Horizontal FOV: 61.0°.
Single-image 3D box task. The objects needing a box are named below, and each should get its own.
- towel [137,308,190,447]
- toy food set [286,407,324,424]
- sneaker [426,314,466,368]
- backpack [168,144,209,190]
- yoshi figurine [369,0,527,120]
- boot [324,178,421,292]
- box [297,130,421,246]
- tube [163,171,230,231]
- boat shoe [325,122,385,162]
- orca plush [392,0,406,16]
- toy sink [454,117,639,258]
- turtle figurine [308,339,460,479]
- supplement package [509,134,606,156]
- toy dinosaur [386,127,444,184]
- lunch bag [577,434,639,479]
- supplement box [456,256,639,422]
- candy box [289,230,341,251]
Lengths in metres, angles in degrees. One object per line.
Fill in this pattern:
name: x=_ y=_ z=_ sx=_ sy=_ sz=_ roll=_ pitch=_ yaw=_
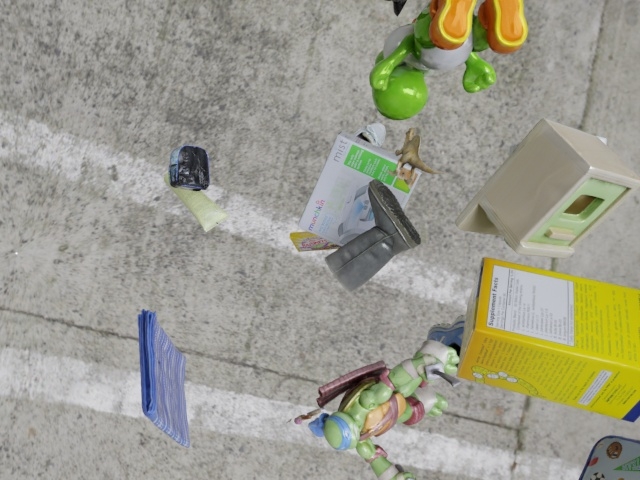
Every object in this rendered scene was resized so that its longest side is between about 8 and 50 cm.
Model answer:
towel: x=-0.354 y=0.329 z=1.269 sx=0.040 sy=0.336 sz=0.243 roll=-11 pitch=59 yaw=-4
toy food set: x=-0.046 y=0.568 z=1.745 sx=0.122 sy=0.078 sz=0.019 roll=-22 pitch=81 yaw=9
sneaker: x=0.430 y=0.357 z=1.809 sx=0.129 sy=0.330 sz=0.147 roll=27 pitch=64 yaw=-1
backpack: x=-0.356 y=-0.194 z=1.458 sx=0.105 sy=0.084 sz=0.114 roll=5 pitch=84 yaw=-43
yoshi figurine: x=0.197 y=-0.317 z=0.992 sx=0.203 sy=0.362 sz=0.203 roll=-44 pitch=103 yaw=-11
boot: x=0.095 y=-0.008 z=1.211 sx=0.076 sy=0.208 sz=0.190 roll=-21 pitch=80 yaw=-57
box: x=0.100 y=-0.117 z=1.413 sx=0.231 sy=0.127 sz=0.262 roll=25 pitch=108 yaw=-1
tube: x=-0.390 y=-0.126 z=1.678 sx=0.240 sy=0.062 sz=0.070 roll=43 pitch=103 yaw=19
boat shoe: x=0.154 y=-0.359 z=2.082 sx=0.320 sy=0.103 sz=0.118 roll=-38 pitch=100 yaw=-30
orca plush: x=0.049 y=-0.564 z=1.171 sx=0.287 sy=0.151 sz=0.102 roll=34 pitch=113 yaw=-8
toy sink: x=0.362 y=-0.055 z=0.884 sx=0.152 sy=0.234 sz=0.131 roll=6 pitch=44 yaw=-35
turtle figurine: x=0.149 y=0.265 z=0.806 sx=0.266 sy=0.274 sz=0.198 roll=-17 pitch=89 yaw=-53
supplement package: x=0.831 y=-0.253 z=1.929 sx=0.198 sy=0.262 sz=0.199 roll=7 pitch=84 yaw=-19
toy dinosaur: x=0.177 y=-0.160 z=1.070 sx=0.053 sy=0.183 sz=0.093 roll=15 pitch=125 yaw=-20
lunch bag: x=0.633 y=0.518 z=1.037 sx=0.115 sy=0.303 sz=0.243 roll=41 pitch=73 yaw=-11
supplement box: x=0.480 y=0.198 z=1.108 sx=0.356 sy=0.195 sz=0.194 roll=13 pitch=49 yaw=12
candy box: x=0.000 y=0.000 z=1.971 sx=0.105 sy=0.205 sz=0.027 roll=63 pitch=27 yaw=-51
